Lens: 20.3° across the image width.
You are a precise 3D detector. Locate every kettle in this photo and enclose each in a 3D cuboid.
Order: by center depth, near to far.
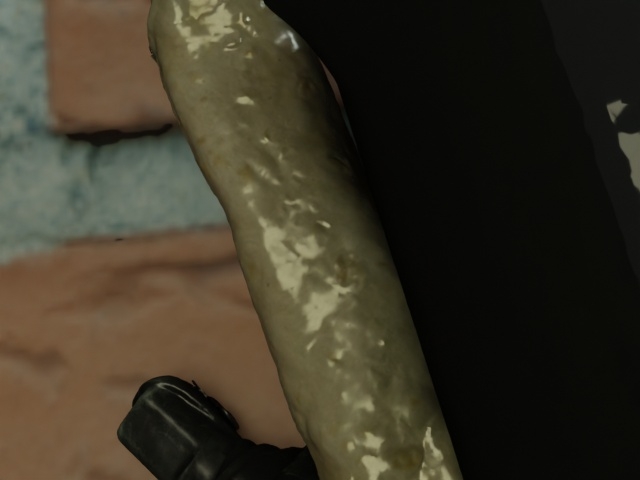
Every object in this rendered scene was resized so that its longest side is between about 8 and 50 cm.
[{"bbox_3d":[0.154,0.007,0.564,0.262,0.203,0.308,-22,78,12],"label":"kettle"}]

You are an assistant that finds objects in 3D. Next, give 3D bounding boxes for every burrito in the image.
[{"bbox_3d":[0.000,0.000,0.655,0.059,0.082,0.275,-28,77,20],"label":"burrito"}]

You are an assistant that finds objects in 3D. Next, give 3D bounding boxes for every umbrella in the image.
[{"bbox_3d":[0.015,0.132,0.649,0.235,0.066,0.059,42,100,15],"label":"umbrella"}]
